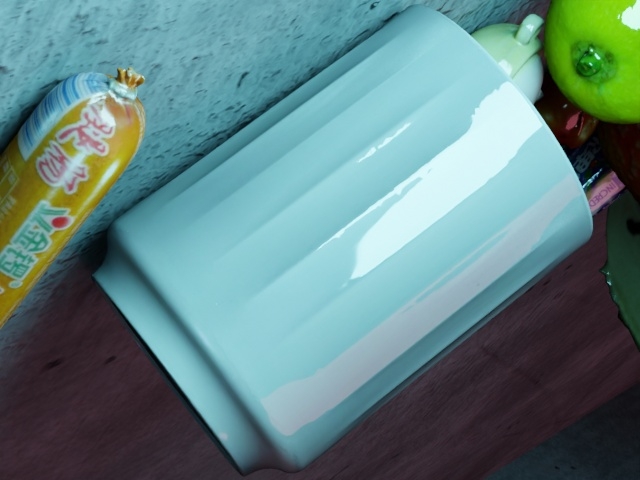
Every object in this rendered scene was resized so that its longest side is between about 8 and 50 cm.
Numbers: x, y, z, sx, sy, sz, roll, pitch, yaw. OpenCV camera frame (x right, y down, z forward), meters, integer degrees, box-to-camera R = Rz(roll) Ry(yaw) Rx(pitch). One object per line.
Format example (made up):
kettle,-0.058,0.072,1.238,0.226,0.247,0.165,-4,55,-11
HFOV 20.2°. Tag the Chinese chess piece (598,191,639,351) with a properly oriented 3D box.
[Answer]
Chinese chess piece,0.507,0.008,2.289,0.146,0.349,0.349,-7,149,-29

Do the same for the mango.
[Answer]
mango,0.320,-0.238,1.532,0.343,0.156,0.192,-45,164,-17

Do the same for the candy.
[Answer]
candy,0.314,-0.080,2.073,0.312,0.088,0.061,-39,122,5

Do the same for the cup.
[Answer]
cup,0.000,0.000,1.420,0.327,0.237,0.323,-38,-166,-7

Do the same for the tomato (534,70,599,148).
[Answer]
tomato,0.247,-0.134,1.814,0.087,0.075,0.087,-37,161,-15

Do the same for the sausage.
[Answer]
sausage,-0.182,-0.029,1.160,0.234,0.071,0.071,-49,161,31

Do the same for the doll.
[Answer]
doll,0.127,-0.083,1.604,0.141,0.117,0.296,-35,167,-47

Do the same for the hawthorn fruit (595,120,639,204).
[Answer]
hawthorn fruit,0.458,-0.116,1.841,0.285,0.369,0.284,-16,123,-26
